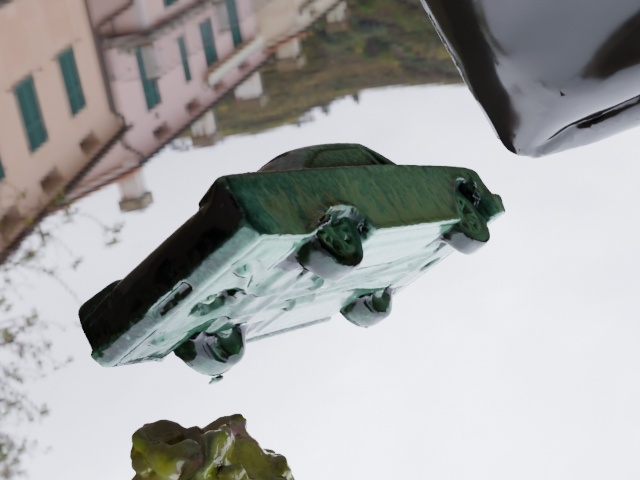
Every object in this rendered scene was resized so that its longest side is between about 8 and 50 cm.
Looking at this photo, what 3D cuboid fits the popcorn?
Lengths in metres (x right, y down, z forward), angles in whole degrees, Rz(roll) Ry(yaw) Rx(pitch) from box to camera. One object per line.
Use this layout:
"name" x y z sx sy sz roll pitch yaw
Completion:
"popcorn" -0.092 0.209 0.917 0.145 0.126 0.126 8 -167 25

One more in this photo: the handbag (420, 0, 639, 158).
"handbag" 0.149 -0.192 0.557 0.257 0.285 0.113 -10 -147 39

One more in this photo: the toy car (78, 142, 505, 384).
"toy car" 0.000 0.000 0.691 0.141 0.097 0.321 -40 164 28
